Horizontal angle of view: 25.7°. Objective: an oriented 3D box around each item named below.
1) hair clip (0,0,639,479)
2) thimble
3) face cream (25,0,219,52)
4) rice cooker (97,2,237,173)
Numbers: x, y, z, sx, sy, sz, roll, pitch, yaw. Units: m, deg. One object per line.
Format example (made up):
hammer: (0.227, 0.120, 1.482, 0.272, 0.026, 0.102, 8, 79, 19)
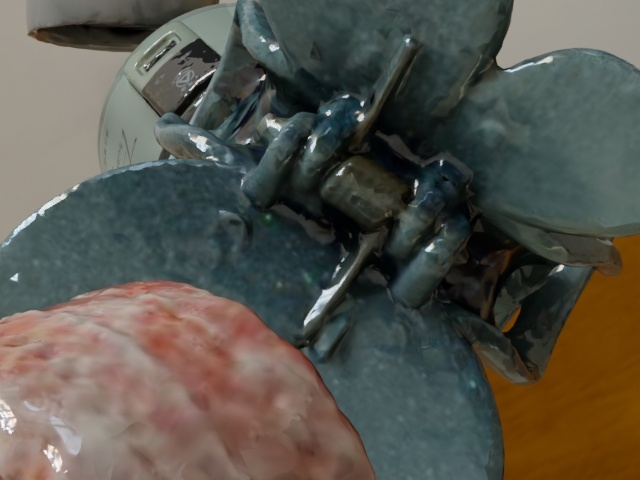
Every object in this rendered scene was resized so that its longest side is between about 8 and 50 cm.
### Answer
hair clip: (0.038, -0.032, 0.858, 0.318, 0.392, 0.238, 33, -174, 3)
thimble: (-0.092, 0.137, 0.619, 0.239, 0.162, 0.239, 20, 119, 41)
face cream: (-0.169, -0.269, 1.214, 0.175, 0.175, 0.195, -173, 84, -85)
rice cooker: (-0.045, -0.056, 1.111, 0.241, 0.280, 0.227, 52, 176, -37)
